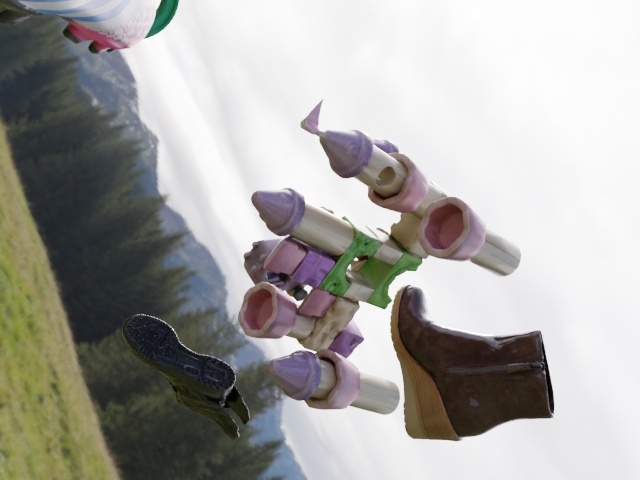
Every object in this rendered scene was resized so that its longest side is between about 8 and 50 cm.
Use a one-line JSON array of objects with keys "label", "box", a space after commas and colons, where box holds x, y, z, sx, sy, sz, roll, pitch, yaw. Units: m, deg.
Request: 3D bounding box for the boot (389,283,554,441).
[{"label": "boot", "box": [0.210, 0.153, 1.065, 0.090, 0.207, 0.248, 42, 37, -49]}]

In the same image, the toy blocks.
[{"label": "toy blocks", "box": [0.000, 0.000, 0.878, 0.260, 0.288, 0.309, 24, 20, -40]}]

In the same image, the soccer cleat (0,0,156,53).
[{"label": "soccer cleat", "box": [-0.151, -0.213, 0.534, 0.116, 0.143, 0.331, 51, 9, -10]}]

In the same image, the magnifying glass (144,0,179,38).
[{"label": "magnifying glass", "box": [-0.230, -0.262, 0.707, 0.231, 0.092, 0.026, 20, 19, -49]}]

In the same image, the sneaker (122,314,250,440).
[{"label": "sneaker", "box": [-0.153, 0.156, 0.861, 0.170, 0.051, 0.089, 29, -40, 7]}]
